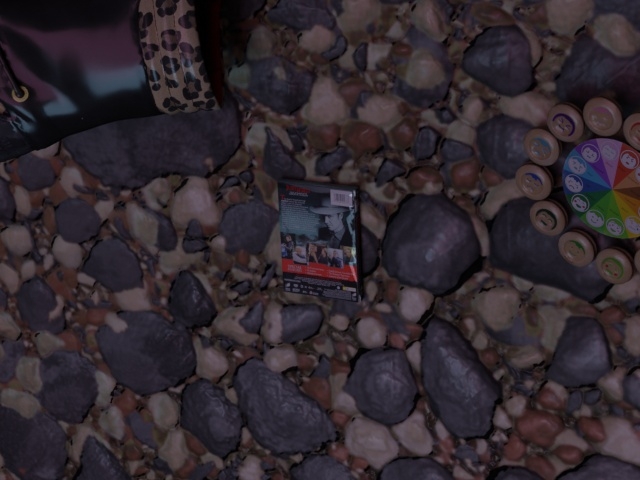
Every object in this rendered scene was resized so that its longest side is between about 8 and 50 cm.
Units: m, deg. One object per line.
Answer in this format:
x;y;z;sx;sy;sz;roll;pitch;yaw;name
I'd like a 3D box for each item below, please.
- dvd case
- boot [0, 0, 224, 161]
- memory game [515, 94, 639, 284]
0.000;0.000;1.567;0.087;0.013;0.119;7;114;26;dvd case
-0.248;-0.267;1.501;0.284;0.138;0.377;-8;84;11;boot
0.255;-0.042;1.391;0.186;0.012;0.186;21;129;29;memory game
